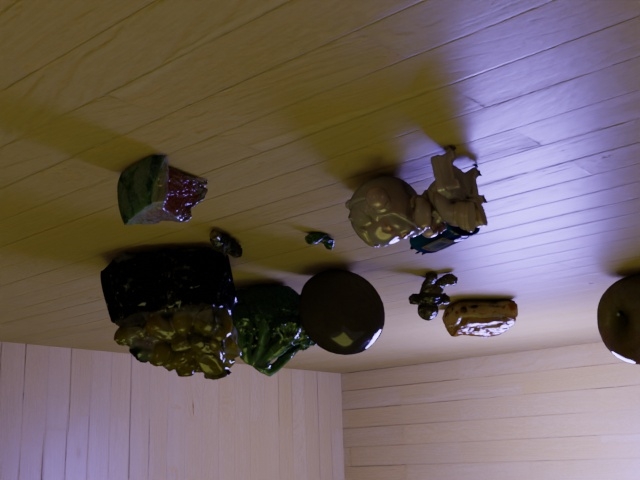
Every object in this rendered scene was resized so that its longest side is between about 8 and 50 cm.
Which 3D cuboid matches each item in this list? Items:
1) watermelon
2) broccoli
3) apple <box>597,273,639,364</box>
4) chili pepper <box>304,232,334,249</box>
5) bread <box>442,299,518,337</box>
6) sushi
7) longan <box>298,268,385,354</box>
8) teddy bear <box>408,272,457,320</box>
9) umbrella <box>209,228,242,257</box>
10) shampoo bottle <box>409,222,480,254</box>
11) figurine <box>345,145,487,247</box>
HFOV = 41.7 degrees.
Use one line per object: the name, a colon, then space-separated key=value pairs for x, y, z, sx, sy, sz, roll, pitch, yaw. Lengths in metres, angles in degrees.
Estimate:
watermelon: x=-0.276 y=-0.072 z=1.412 sx=0.121 sy=0.097 sz=0.158 roll=-7 pitch=168 yaw=20
broccoli: x=-0.139 y=0.240 z=2.326 sx=0.295 sy=0.245 sz=0.265 roll=31 pitch=172 yaw=-20
apple: x=0.903 y=0.217 z=2.322 sx=0.234 sy=0.256 sz=0.257 roll=4 pitch=164 yaw=-30
chili pepper: x=0.001 y=-0.001 z=1.835 sx=0.030 sy=0.034 sz=0.091 roll=29 pitch=-172 yaw=39
bread: x=0.509 y=0.255 z=2.704 sx=0.211 sy=0.099 sz=0.235 roll=0 pitch=165 yaw=-8
sushi: x=-0.348 y=0.181 z=1.971 sx=0.329 sy=0.285 sz=0.328 roll=1 pitch=165 yaw=-5
longan: x=0.049 y=0.177 z=2.159 sx=0.248 sy=0.248 sz=0.248 roll=-2 pitch=165 yaw=0
teddy bear: x=0.302 y=0.141 z=2.286 sx=0.119 sy=0.078 sz=0.160 roll=4 pitch=125 yaw=-16
umbrella: x=-0.206 y=0.008 z=1.814 sx=0.037 sy=0.040 sz=0.144 roll=6 pitch=167 yaw=17
shampoo bottle: x=0.254 y=-0.009 z=1.781 sx=0.087 sy=0.050 sz=0.183 roll=3 pitch=164 yaw=-25
figurine: x=0.145 y=-0.064 z=1.436 sx=0.257 sy=0.144 sz=0.182 roll=-14 pitch=-179 yaw=30
